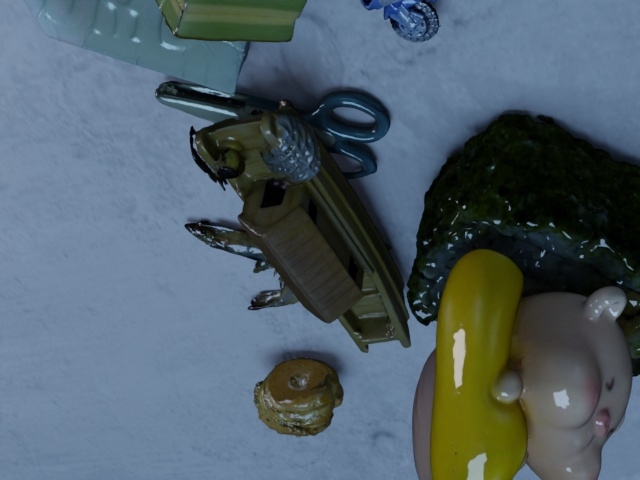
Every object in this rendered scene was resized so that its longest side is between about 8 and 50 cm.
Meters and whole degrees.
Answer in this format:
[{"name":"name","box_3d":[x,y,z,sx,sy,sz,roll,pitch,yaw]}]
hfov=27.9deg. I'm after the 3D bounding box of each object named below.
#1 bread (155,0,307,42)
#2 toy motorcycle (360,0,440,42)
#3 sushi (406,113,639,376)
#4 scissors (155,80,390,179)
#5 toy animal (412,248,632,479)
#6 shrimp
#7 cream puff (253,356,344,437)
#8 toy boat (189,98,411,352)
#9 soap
[{"name":"bread","box_3d":[-0.095,-0.261,1.366,0.139,0.084,0.074,-3,134,-27]},{"name":"toy motorcycle","box_3d":[0.094,-0.303,1.368,0.114,0.076,0.205,21,136,4]},{"name":"sushi","box_3d":[0.282,0.030,1.573,0.351,0.178,0.294,24,137,-7]},{"name":"scissors","box_3d":[-0.061,-0.149,1.581,0.289,0.041,0.138,13,137,-4]},{"name":"toy animal","box_3d":[0.237,0.200,1.455,0.246,0.278,0.345,6,136,-3]},{"name":"shrimp","box_3d":[-0.103,0.040,1.792,0.195,0.035,0.148,16,139,-3]},{"name":"cream puff","box_3d":[-0.029,0.235,1.896,0.133,0.119,0.104,-27,133,-4]},{"name":"toy boat","box_3d":[0.000,0.000,1.598,0.135,0.162,0.445,-11,140,24]},{"name":"soap","box_3d":[-0.210,-0.288,1.442,0.289,0.095,0.173,17,135,-2]}]
